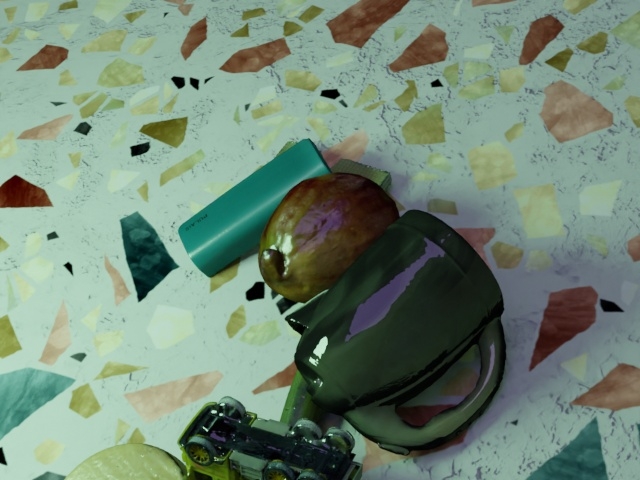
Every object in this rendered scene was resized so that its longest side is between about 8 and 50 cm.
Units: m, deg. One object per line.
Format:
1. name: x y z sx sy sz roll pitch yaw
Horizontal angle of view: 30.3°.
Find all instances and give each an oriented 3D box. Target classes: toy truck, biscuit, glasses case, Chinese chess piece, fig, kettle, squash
1. toy truck: -0.073 0.350 1.782 0.272 0.157 0.124 13 36 20
2. biscuit: -0.001 -0.102 2.222 0.250 0.046 0.147 18 59 31
3. glasses case: -0.120 -0.067 2.173 0.301 0.070 0.117 -36 54 7
4. Chinese chess piece: -0.304 0.439 1.843 0.251 0.097 0.251 -10 48 11
5. fig: 0.009 -0.001 2.031 0.263 0.224 0.224 -39 50 -9
6. kettle: 0.128 0.168 1.859 0.324 0.228 0.321 -42 84 -15
7. squash: -0.023 0.264 1.912 0.066 0.066 0.229 3 54 22
